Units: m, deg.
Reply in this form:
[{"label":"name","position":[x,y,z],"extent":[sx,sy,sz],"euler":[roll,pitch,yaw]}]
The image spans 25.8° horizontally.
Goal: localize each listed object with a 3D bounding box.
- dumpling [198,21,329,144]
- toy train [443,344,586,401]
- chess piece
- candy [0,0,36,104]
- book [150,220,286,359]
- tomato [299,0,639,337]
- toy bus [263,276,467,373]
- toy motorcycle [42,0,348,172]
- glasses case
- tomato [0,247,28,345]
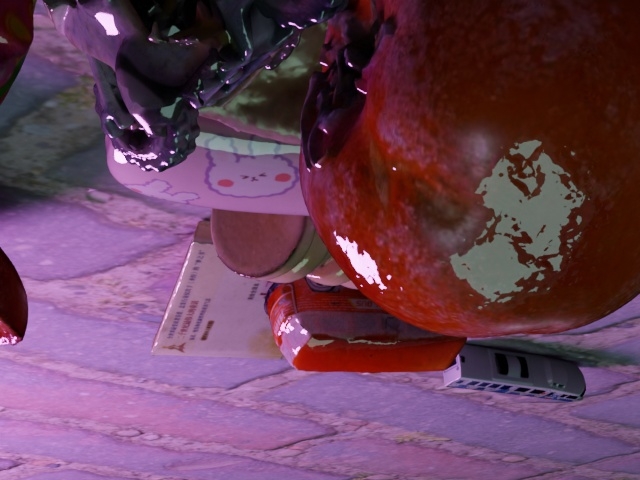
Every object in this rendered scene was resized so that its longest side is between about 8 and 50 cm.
[{"label":"dumpling","position":[0.082,-0.110,0.828],"extent":[0.332,0.166,0.086],"euler":[17,-163,-10]},{"label":"toy train","position":[0.226,0.151,1.578],"extent":[0.207,0.043,0.047],"euler":[11,150,-33]},{"label":"chess piece","position":[0.000,0.000,1.094],"extent":[0.094,0.094,0.170],"euler":[-17,158,31]},{"label":"candy","position":[-0.233,-0.172,0.614],"extent":[0.124,0.124,0.365],"euler":[-8,150,10]},{"label":"book","position":[0.004,0.054,1.267],"extent":[0.289,0.026,0.201],"euler":[2,146,-18]},{"label":"tomato","position":[0.098,-0.069,0.683],"extent":[0.189,0.232,0.232],"euler":[16,153,-20]},{"label":"toy bus","position":[0.041,0.072,1.206],"extent":[0.174,0.077,0.079],"euler":[2,144,-18]},{"label":"toy motorcycle","position":[-0.074,-0.127,0.717],"extent":[0.094,0.129,0.229],"euler":[-27,174,-41]},{"label":"glasses case","position":[0.004,-0.063,0.949],"extent":[0.297,0.075,0.113],"euler":[2,156,-15]},{"label":"tomato","position":[-0.334,0.010,1.061],"extent":[0.228,0.101,0.228],"euler":[5,160,2]}]
